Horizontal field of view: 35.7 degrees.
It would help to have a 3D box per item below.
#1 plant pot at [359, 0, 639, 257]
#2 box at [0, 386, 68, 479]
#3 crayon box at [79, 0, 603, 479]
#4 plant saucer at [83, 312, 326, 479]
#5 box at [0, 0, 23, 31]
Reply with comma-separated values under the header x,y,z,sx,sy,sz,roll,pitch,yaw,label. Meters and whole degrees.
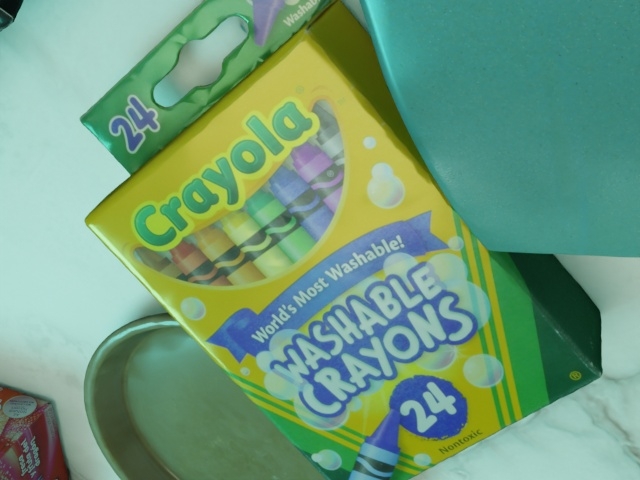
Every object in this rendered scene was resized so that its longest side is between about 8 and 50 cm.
x,y,z,sx,sy,sz,roll,pitch,yaw,label
0.124,-0.114,0.472,0.165,0.165,0.234,2,131,25,plant pot
-0.331,0.271,0.979,0.128,0.123,0.257,14,127,18,box
0.000,0.000,0.634,0.203,0.083,0.323,-36,102,28,crayon box
-0.071,0.167,0.835,0.277,0.041,0.278,12,126,17,plant saucer
-0.332,-0.199,0.613,0.184,0.103,0.261,-29,128,35,box
